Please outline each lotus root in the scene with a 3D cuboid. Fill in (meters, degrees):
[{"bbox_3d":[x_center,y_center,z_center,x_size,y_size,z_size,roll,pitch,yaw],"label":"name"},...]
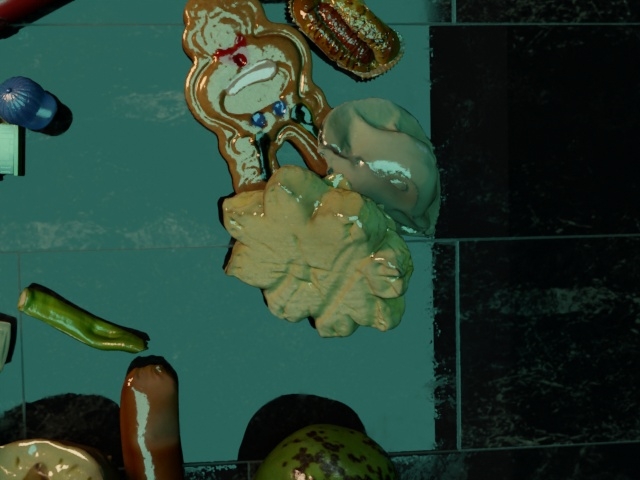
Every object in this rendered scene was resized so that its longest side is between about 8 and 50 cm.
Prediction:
[{"bbox_3d":[-0.405,0.423,1.529,0.316,0.250,0.316,-1,80,5],"label":"lotus root"}]

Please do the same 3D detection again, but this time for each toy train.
[{"bbox_3d":[-0.464,-0.133,1.580,0.056,0.038,0.093,1,93,-10],"label":"toy train"}]

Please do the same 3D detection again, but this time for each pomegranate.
[{"bbox_3d":[0.017,0.394,1.558,0.254,0.270,0.254,-12,108,-43],"label":"pomegranate"}]

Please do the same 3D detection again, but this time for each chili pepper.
[{"bbox_3d":[-0.351,0.125,1.602,0.201,0.052,0.050,25,119,-10],"label":"chili pepper"}]

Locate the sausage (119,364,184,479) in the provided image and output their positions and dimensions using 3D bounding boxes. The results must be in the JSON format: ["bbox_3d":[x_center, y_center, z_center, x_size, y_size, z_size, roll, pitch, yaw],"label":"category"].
[{"bbox_3d":[-0.248,0.333,1.612,0.089,0.083,0.300,-6,92,-18],"label":"sausage"}]

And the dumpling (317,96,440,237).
[{"bbox_3d":[0.108,-0.118,1.616,0.247,0.142,0.172,43,58,-23],"label":"dumpling"}]

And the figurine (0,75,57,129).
[{"bbox_3d":[-0.414,-0.196,1.532,0.077,0.136,0.079,-28,105,-5],"label":"figurine"}]

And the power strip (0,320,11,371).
[{"bbox_3d":[-0.525,0.143,1.549,0.175,0.042,0.075,12,83,-36],"label":"power strip"}]

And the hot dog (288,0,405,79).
[{"bbox_3d":[0.036,-0.318,1.626,0.192,0.053,0.099,37,84,-8],"label":"hot dog"}]

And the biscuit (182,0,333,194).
[{"bbox_3d":[-0.095,-0.221,1.618,0.202,0.047,0.334,-27,96,-5],"label":"biscuit"}]

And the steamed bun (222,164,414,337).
[{"bbox_3d":[0.000,0.000,1.570,0.292,0.295,0.137,59,42,-29],"label":"steamed bun"}]

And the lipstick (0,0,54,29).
[{"bbox_3d":[-0.467,-0.337,1.552,0.279,0.073,0.073,-28,96,-4],"label":"lipstick"}]
